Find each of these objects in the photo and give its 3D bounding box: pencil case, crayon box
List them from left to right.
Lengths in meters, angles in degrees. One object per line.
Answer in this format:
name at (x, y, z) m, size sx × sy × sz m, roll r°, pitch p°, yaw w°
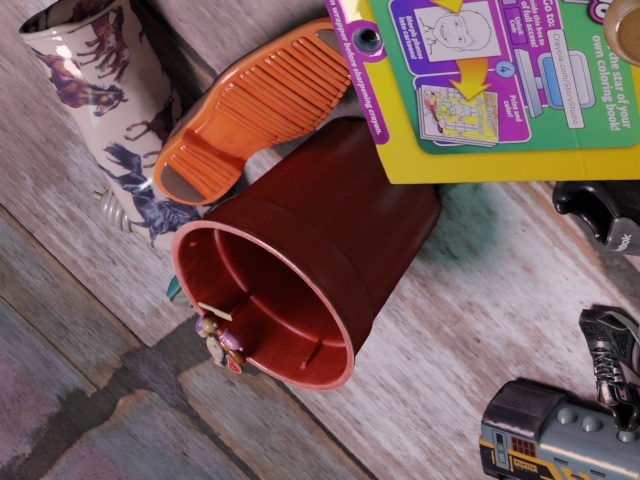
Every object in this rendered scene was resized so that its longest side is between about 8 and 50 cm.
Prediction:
pencil case at (-0.260, -0.169, 1.559) m, size 0.159 × 0.184 × 0.410 m, roll -16°, pitch 123°, yaw 16°
crayon box at (0.170, -0.225, 1.012) m, size 0.313 × 0.106 × 0.363 m, roll 0°, pitch 131°, yaw 28°

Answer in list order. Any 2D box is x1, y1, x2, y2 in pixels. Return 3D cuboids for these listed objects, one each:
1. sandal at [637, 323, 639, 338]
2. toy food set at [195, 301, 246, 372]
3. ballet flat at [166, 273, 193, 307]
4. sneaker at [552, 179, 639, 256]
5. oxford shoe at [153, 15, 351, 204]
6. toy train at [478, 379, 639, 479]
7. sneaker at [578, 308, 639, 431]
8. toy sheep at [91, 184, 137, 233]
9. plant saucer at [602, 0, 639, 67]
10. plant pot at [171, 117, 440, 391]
sandal at (0.435, 0.156, 1.263) m, size 0.180 × 0.049 × 0.072 m, roll 51°, pitch 144°, yaw 25°
toy food set at (-0.126, 0.134, 1.401) m, size 0.078 × 0.019 × 0.122 m, roll 20°, pitch 142°, yaw 32°
ballet flat at (-0.209, 0.059, 1.880) m, size 0.068 × 0.072 × 0.213 m, roll 18°, pitch 152°, yaw -14°
sneaker at (0.342, -0.016, 1.133) m, size 0.234 × 0.106 × 0.078 m, roll 30°, pitch 147°, yaw 19°
oxford shoe at (-0.085, -0.188, 1.380) m, size 0.130 × 0.133 × 0.363 m, roll 36°, pitch 132°, yaw -26°
toy train at (0.366, 0.313, 1.488) m, size 0.333 × 0.142 × 0.190 m, roll 14°, pitch 129°, yaw 38°
sneaker at (0.368, 0.165, 1.351) m, size 0.072 × 0.077 × 0.178 m, roll -9°, pitch 121°, yaw 50°
toy sheep at (-0.325, -0.058, 1.833) m, size 0.132 × 0.091 × 0.091 m, roll 25°, pitch 145°, yaw 16°
plant saucer at (0.279, -0.176, 0.914) m, size 0.083 × 0.015 × 0.083 m, roll 11°, pitch 134°, yaw 12°
plant pot at (0.000, 0.000, 1.376) m, size 0.272 × 0.265 × 0.272 m, roll 27°, pitch 145°, yaw 21°
